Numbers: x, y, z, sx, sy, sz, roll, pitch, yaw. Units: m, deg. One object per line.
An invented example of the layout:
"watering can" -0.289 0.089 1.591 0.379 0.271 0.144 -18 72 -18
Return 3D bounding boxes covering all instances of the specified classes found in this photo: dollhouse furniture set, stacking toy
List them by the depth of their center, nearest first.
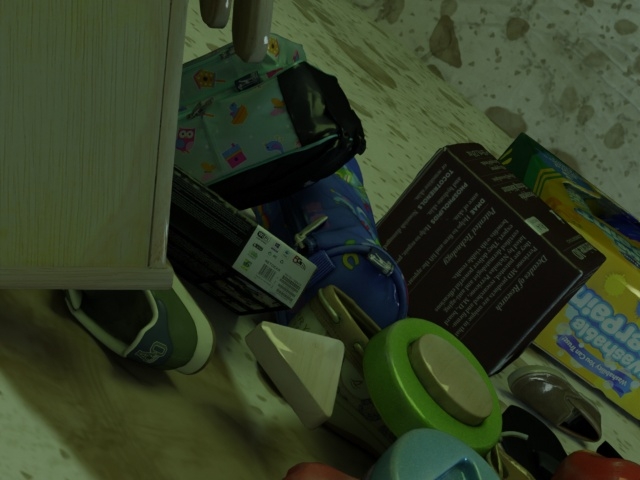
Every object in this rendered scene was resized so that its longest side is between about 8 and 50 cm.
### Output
"stacking toy" 0.111 0.149 1.141 0.309 0.130 0.279 7 50 -48
"dollhouse furniture set" -0.214 -0.152 1.144 0.362 0.256 0.394 2 19 -17

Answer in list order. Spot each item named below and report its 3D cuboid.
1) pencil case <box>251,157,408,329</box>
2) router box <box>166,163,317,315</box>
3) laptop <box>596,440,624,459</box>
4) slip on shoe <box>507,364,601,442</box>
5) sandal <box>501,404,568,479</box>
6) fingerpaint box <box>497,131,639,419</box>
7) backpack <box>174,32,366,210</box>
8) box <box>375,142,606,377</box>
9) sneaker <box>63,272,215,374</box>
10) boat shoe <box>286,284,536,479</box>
"pencil case" 0.000 0.000 1.463 0.133 0.119 0.306 58 6 -25
"router box" -0.105 -0.006 1.272 0.179 0.046 0.133 36 -17 -15
"laptop" 0.328 0.318 1.266 0.264 0.136 0.234 30 12 -32
"slip on shoe" 0.258 0.180 1.700 0.135 0.051 0.041 36 27 -33
"sandal" 0.236 0.233 1.484 0.097 0.054 0.254 29 19 -33
"fingerpaint box" 0.415 0.087 2.084 0.445 0.163 0.371 36 16 -14
"backpack" -0.075 -0.096 1.383 0.144 0.188 0.166 61 13 4
"box" 0.176 0.019 1.724 0.203 0.167 0.168 43 16 11
"sneaker" -0.160 0.022 1.149 0.192 0.064 0.086 47 17 25
"boat shoe" 0.087 0.149 1.312 0.285 0.089 0.104 35 16 -17
